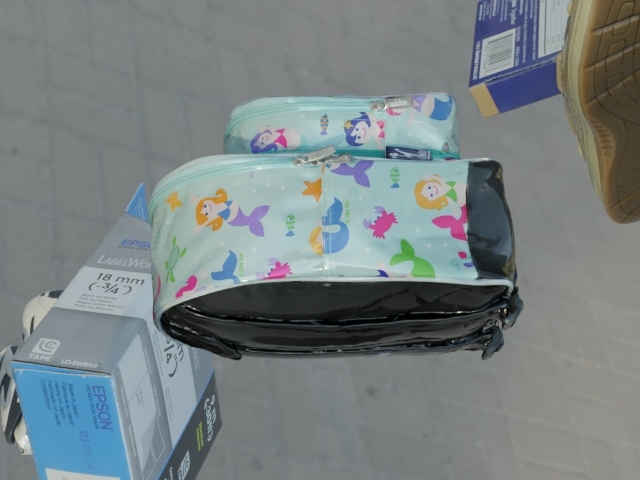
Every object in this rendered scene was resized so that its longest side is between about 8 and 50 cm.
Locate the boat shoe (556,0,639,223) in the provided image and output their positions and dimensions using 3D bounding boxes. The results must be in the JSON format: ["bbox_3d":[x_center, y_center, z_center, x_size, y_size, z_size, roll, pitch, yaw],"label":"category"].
[{"bbox_3d":[0.197,-0.127,0.882,0.302,0.109,0.098,67,-2,-58],"label":"boat shoe"}]

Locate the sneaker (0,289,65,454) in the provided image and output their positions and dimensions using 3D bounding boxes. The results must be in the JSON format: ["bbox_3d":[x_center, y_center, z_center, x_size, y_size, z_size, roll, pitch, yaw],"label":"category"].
[{"bbox_3d":[-0.302,0.164,1.542,0.094,0.235,0.153,9,55,-38],"label":"sneaker"}]

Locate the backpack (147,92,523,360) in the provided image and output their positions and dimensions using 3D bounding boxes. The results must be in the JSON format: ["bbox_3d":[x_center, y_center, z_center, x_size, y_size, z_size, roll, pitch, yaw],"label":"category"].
[{"bbox_3d":[0.000,0.000,0.991,0.254,0.225,0.191,-8,75,-4],"label":"backpack"}]

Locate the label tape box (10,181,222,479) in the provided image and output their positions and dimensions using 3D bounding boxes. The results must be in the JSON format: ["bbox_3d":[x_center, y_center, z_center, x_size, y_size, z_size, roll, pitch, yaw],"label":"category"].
[{"bbox_3d":[-0.175,0.124,1.379,0.106,0.240,0.333,4,33,15],"label":"label tape box"}]

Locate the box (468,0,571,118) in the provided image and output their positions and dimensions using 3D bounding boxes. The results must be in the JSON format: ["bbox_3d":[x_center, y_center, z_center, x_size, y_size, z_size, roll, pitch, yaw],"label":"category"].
[{"bbox_3d":[0.223,-0.173,1.023,0.036,0.225,0.136,58,27,-30],"label":"box"}]
